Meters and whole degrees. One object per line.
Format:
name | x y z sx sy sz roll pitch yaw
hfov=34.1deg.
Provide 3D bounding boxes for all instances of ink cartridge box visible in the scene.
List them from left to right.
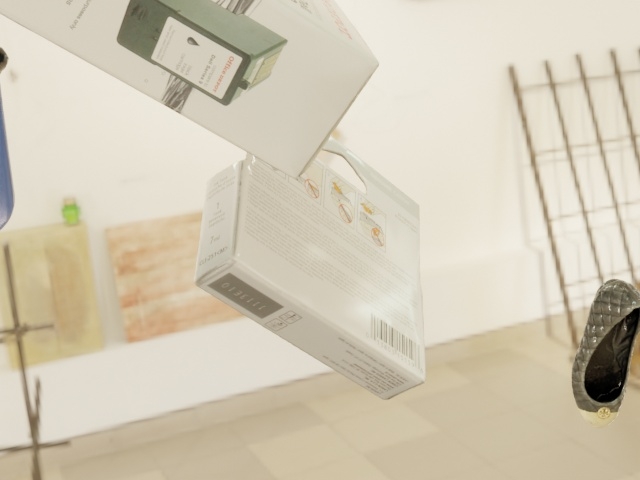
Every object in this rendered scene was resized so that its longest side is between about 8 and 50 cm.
ink cartridge box | -0.116 -0.199 0.838 0.289 0.121 0.211 28 20 -25
ink cartridge box | 0.000 0.000 1.067 0.060 0.275 0.239 -30 41 32

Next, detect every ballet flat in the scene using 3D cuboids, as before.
ballet flat | 0.283 0.118 1.029 0.057 0.173 0.049 -4 30 -6

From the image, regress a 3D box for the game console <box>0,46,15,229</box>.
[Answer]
game console | -0.401 -0.070 0.839 0.173 0.250 0.293 -44 6 42
